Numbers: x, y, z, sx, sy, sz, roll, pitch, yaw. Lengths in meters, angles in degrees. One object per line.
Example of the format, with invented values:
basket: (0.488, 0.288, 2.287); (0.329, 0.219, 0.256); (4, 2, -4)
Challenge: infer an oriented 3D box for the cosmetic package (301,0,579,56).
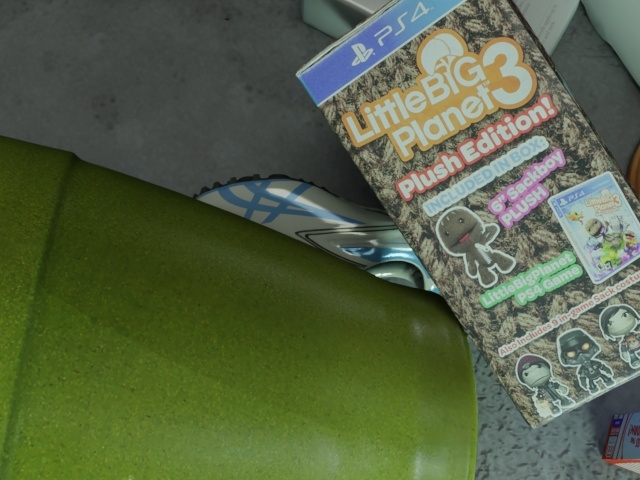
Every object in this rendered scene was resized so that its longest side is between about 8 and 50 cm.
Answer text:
cosmetic package: (0.108, -0.217, 0.827); (0.231, 0.085, 0.117); (29, 77, 7)

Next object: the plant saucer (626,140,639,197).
plant saucer: (0.385, -0.046, 0.804); (0.200, 0.037, 0.200); (-2, 77, 7)

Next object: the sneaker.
sneaker: (0.000, 0.000, 0.767); (0.237, 0.085, 0.086); (11, 71, 2)

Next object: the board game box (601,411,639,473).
board game box: (0.347, 0.188, 0.704); (0.194, 0.147, 0.045); (20, 76, 3)

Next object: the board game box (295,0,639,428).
board game box: (0.144, -0.049, 0.666); (0.141, 0.232, 0.291); (-33, 91, 18)

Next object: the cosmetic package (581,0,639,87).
cosmetic package: (0.429, -0.314, 0.828); (0.366, 0.155, 0.197); (-32, 82, -11)

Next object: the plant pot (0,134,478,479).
plant pot: (-0.093, 0.126, 0.620); (0.353, 0.366, 0.366); (9, 76, -12)
